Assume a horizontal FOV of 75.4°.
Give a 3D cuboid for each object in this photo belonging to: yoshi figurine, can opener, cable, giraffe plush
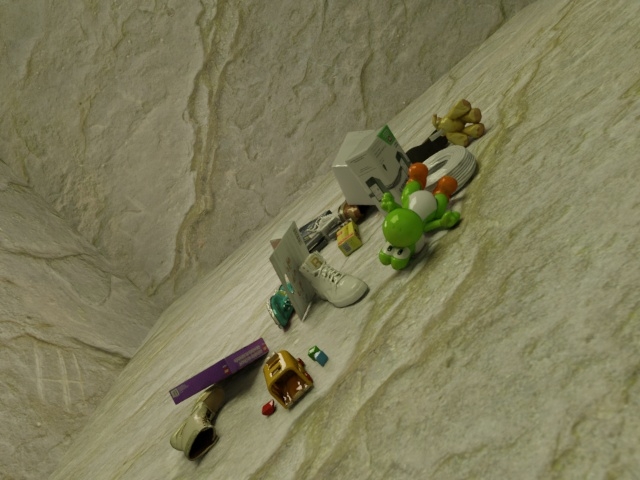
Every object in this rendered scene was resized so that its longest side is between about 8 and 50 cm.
[{"bbox_3d":[0.280,-0.084,1.213,0.203,0.203,0.362,-9,40,48],"label":"yoshi figurine"},{"bbox_3d":[0.000,0.000,1.898,0.280,0.074,0.093,-41,15,1],"label":"can opener"},{"bbox_3d":[0.423,-0.230,1.459,0.257,0.089,0.257,-43,15,-9],"label":"cable"},{"bbox_3d":[0.552,-0.471,1.701,0.210,0.182,0.170,-16,11,21],"label":"giraffe plush"}]

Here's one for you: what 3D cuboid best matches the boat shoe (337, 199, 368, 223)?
[{"bbox_3d":[0.183,-0.184,1.914,0.119,0.123,0.324,-22,29,34],"label":"boat shoe"}]

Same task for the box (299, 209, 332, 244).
[{"bbox_3d":[-0.044,-0.049,2.180,0.232,0.059,0.183,-31,19,34],"label":"box"}]

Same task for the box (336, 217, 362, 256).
[{"bbox_3d":[0.114,-0.018,1.692,0.087,0.058,0.232,-37,16,14],"label":"box"}]

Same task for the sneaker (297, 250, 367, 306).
[{"bbox_3d":[0.019,0.116,1.335,0.108,0.169,0.292,-45,16,-23],"label":"sneaker"}]

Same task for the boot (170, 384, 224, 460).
[{"bbox_3d":[-0.338,0.534,1.224,0.165,0.077,0.213,-17,29,54],"label":"boot"}]

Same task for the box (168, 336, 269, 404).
[{"bbox_3d":[-0.337,0.436,1.387,0.293,0.057,0.200,-34,-9,26],"label":"box"}]

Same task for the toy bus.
[{"bbox_3d":[-0.099,0.346,1.098,0.202,0.104,0.191,-30,18,36],"label":"toy bus"}]

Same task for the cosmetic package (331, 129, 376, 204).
[{"bbox_3d":[0.173,-0.305,1.754,0.138,0.224,0.225,2,51,29],"label":"cosmetic package"}]

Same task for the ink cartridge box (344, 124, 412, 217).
[{"bbox_3d":[0.254,-0.258,1.580,0.121,0.289,0.211,-21,24,44],"label":"ink cartridge box"}]

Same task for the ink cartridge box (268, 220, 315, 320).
[{"bbox_3d":[-0.100,0.107,1.452,0.060,0.275,0.239,-10,28,27],"label":"ink cartridge box"}]

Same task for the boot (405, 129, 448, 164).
[{"bbox_3d":[0.441,-0.366,1.827,0.305,0.112,0.115,-41,-3,-22],"label":"boot"}]

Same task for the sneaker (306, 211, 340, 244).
[{"bbox_3d":[0.042,-0.087,2.006,0.235,0.095,0.090,-43,13,-12],"label":"sneaker"}]

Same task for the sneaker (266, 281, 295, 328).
[{"bbox_3d":[-0.126,0.222,1.541,0.109,0.107,0.275,-27,18,16],"label":"sneaker"}]
